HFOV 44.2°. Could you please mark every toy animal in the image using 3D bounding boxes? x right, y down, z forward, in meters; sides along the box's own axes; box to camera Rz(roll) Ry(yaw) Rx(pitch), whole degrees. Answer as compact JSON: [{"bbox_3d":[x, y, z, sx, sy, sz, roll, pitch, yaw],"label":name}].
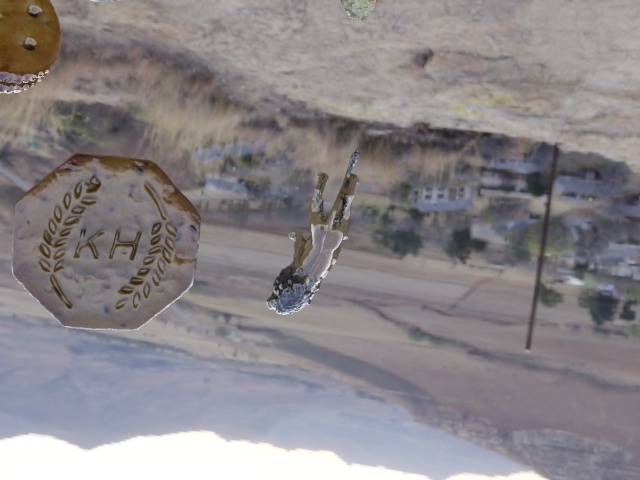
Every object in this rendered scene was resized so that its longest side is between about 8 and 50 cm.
[{"bbox_3d":[0.002,-0.009,0.916,0.069,0.219,0.086,20,-159,-5],"label":"toy animal"}]

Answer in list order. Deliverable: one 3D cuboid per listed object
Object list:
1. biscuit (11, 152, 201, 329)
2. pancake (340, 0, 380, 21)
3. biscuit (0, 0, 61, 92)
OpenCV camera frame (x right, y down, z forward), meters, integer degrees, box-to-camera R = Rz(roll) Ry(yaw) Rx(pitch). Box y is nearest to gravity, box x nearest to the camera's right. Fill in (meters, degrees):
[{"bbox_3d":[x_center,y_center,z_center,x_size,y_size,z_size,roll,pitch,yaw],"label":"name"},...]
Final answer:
[{"bbox_3d":[-0.399,0.007,1.477,0.359,0.359,0.046,14,-172,-18],"label":"biscuit"},{"bbox_3d":[0.052,-0.410,0.881,0.057,0.266,0.244,2,142,16],"label":"pancake"},{"bbox_3d":[-0.495,-0.328,1.183,0.066,0.220,0.220,-25,147,38],"label":"biscuit"}]
